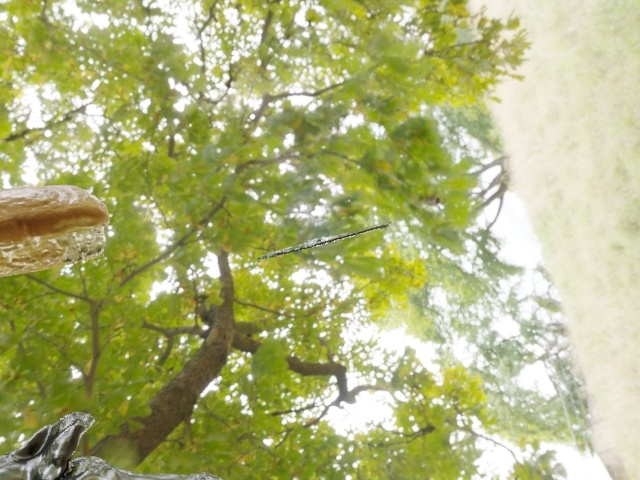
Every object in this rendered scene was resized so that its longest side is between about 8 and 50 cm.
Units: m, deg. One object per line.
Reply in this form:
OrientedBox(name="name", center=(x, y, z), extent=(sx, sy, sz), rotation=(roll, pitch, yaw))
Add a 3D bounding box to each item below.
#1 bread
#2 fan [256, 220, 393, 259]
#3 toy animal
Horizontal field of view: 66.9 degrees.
OrientedBox(name="bread", center=(-0.464, -0.018, 0.753), extent=(0.245, 0.121, 0.174), rotation=(-9, -160, -39))
OrientedBox(name="fan", center=(0.000, 0.000, 0.418), extent=(0.175, 0.113, 0.005), rotation=(-178, 74, -84))
OrientedBox(name="toy animal", center=(-0.150, 0.199, 0.315), extent=(0.245, 0.115, 0.146), rotation=(33, 172, -20))
